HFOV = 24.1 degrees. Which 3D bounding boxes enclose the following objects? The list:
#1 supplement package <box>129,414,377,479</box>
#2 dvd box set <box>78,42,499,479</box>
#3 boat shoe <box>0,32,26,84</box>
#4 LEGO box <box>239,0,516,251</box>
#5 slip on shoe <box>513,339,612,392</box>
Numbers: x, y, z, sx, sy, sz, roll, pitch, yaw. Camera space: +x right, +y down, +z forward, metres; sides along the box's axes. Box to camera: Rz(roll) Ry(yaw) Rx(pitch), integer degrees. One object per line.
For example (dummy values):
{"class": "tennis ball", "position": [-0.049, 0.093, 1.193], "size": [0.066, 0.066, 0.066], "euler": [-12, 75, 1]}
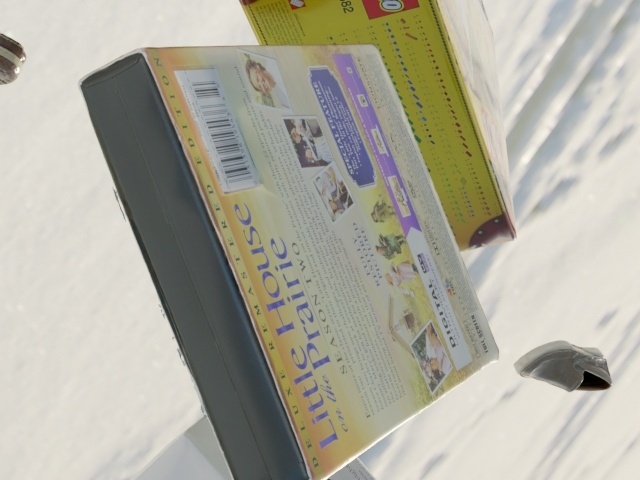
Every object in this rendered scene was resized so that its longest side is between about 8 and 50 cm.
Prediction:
{"class": "supplement package", "position": [-0.063, 0.251, 1.354], "size": [0.149, 0.194, 0.203], "euler": [-44, 175, 24]}
{"class": "dvd box set", "position": [0.000, 0.000, 1.145], "size": [0.062, 0.308, 0.420], "euler": [-23, 179, 24]}
{"class": "boat shoe", "position": [-0.421, -0.248, 1.768], "size": [0.095, 0.257, 0.095], "euler": [32, 77, -41]}
{"class": "LEGO box", "position": [0.065, -0.270, 1.700], "size": [0.193, 0.373, 0.500], "euler": [-12, 138, 13]}
{"class": "slip on shoe", "position": [0.253, 0.135, 1.546], "size": [0.135, 0.041, 0.051], "euler": [11, 135, -48]}
